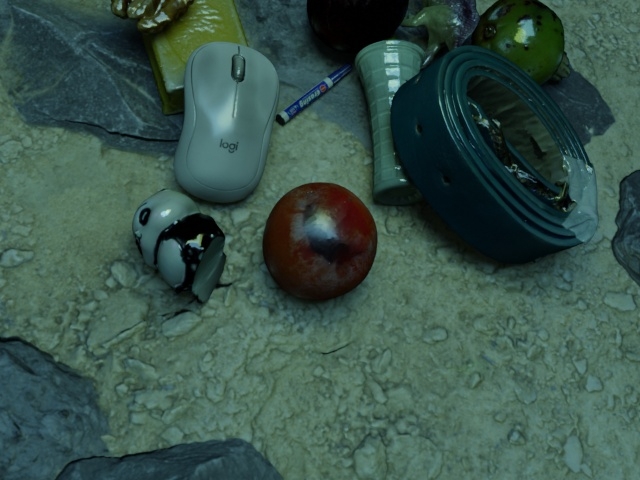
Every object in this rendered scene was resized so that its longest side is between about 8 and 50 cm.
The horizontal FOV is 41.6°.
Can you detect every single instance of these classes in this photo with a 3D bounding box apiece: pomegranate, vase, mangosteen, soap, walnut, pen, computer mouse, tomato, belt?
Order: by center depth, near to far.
[{"bbox_3d":[0.000,0.000,1.485,0.208,0.184,0.208,4,65,-8],"label":"tomato"},{"bbox_3d":[-0.173,-0.218,1.533,0.184,0.121,0.297,14,89,-15],"label":"computer mouse"},{"bbox_3d":[0.332,-0.155,1.563,0.436,0.173,0.300,47,55,-15],"label":"belt"},{"bbox_3d":[-0.315,-0.462,1.592,0.143,0.069,0.170,35,68,4],"label":"walnut"},{"bbox_3d":[0.147,-0.223,1.640,0.143,0.143,0.299,1,71,-10],"label":"vase"},{"bbox_3d":[-0.254,-0.416,1.669,0.199,0.091,0.315,-13,70,-14],"label":"soap"},{"bbox_3d":[-0.010,-0.298,1.697,0.204,0.025,0.025,-41,80,-22],"label":"pen"},{"bbox_3d":[0.082,-0.472,1.703,0.216,0.216,0.216,4,67,-9],"label":"mangosteen"},{"bbox_3d":[0.427,-0.398,1.748,0.247,0.202,0.202,14,61,-38],"label":"pomegranate"}]

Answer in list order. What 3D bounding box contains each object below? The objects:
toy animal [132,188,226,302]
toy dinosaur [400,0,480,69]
[{"bbox_3d":[-0.251,0.005,1.465,0.179,0.166,0.138,39,37,19],"label":"toy animal"},{"bbox_3d":[0.251,-0.470,1.757,0.162,0.077,0.294,-7,64,25],"label":"toy dinosaur"}]
